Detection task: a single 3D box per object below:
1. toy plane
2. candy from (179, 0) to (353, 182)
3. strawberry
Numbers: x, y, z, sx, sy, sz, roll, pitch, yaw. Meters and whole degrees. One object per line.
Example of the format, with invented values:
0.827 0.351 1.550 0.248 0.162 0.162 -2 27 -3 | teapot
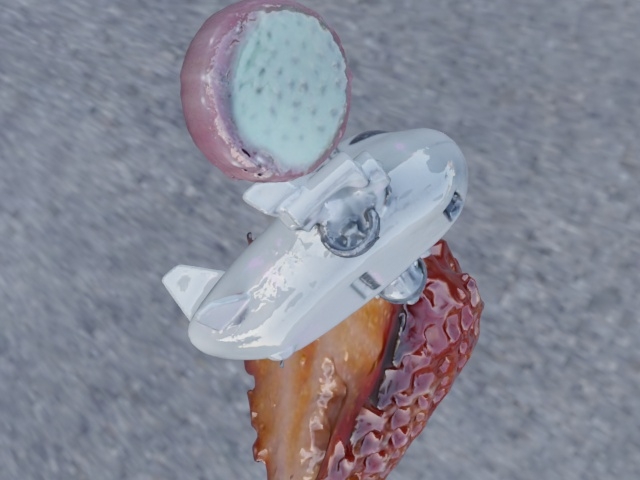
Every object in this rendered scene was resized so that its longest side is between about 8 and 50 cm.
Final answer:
0.002 0.003 1.451 0.252 0.252 0.118 -30 67 -12 | toy plane
-0.029 -0.082 1.042 0.103 0.043 0.103 -4 96 -41 | candy
0.053 0.102 1.725 0.150 0.253 0.280 7 68 -38 | strawberry
